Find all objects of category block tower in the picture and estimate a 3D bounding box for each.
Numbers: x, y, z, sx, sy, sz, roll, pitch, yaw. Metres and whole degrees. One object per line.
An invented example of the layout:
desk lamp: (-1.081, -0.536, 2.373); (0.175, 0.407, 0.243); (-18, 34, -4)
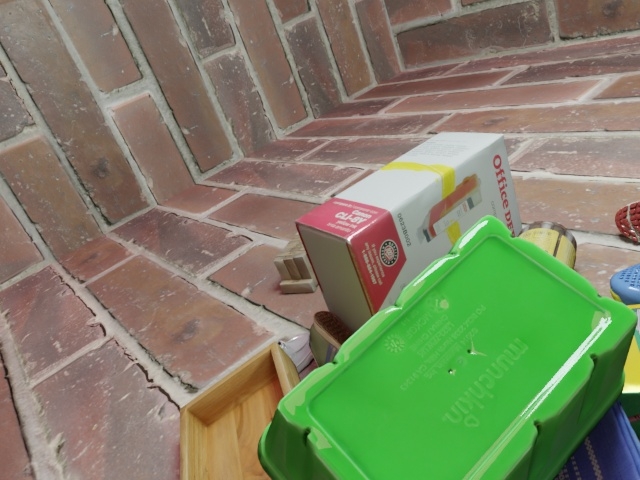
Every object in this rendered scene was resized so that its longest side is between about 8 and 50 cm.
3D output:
block tower: (0.000, 0.000, 1.324); (0.091, 0.097, 0.335); (-7, 29, 31)

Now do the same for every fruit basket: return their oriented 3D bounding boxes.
fruit basket: (0.122, 0.190, 0.591); (0.392, 0.392, 0.283); (-34, 59, -26)

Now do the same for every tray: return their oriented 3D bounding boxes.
tray: (-0.091, 0.327, 0.711); (0.203, 0.076, 0.411); (-35, 26, 0)

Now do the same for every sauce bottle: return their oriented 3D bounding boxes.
sauce bottle: (0.334, 0.096, 0.830); (0.111, 0.111, 0.344); (-2, 30, 37)

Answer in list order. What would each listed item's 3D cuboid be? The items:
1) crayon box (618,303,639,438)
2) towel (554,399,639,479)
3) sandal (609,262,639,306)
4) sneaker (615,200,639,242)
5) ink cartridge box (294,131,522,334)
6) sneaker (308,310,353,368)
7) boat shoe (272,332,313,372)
crayon box: (0.456, 0.156, 0.642); (0.279, 0.081, 0.165); (-9, 27, 25)
towel: (0.178, 0.294, 0.540); (0.336, 0.040, 0.243); (-27, 17, 23)
sandal: (0.588, 0.016, 0.758); (0.317, 0.138, 0.126); (-21, 26, 6)
sneaker: (0.653, -0.043, 0.912); (0.225, 0.088, 0.093); (-5, 9, 33)
ink cartridge box: (0.184, 0.002, 0.940); (0.385, 0.279, 0.160); (-34, 28, -25)
sneaker: (0.041, 0.215, 0.887); (0.064, 0.086, 0.192); (-10, 44, -37)
boat shoe: (-0.080, 0.223, 0.964); (0.184, 0.063, 0.066); (-34, 27, -25)
